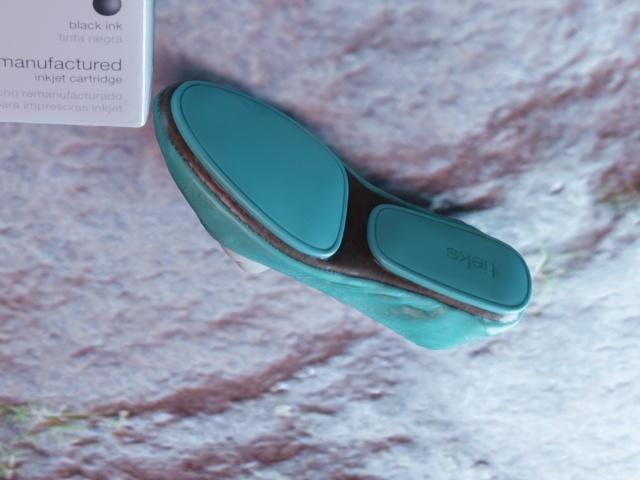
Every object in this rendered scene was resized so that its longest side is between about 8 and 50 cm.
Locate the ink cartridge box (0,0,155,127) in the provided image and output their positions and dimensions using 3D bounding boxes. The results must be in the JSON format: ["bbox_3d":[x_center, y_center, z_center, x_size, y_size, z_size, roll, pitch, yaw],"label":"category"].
[{"bbox_3d":[-0.149,-0.163,0.604,0.160,0.093,0.219,1,134,-6],"label":"ink cartridge box"}]

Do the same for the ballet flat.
[{"bbox_3d":[0.000,0.000,0.780,0.247,0.083,0.087,27,140,-23],"label":"ballet flat"}]
